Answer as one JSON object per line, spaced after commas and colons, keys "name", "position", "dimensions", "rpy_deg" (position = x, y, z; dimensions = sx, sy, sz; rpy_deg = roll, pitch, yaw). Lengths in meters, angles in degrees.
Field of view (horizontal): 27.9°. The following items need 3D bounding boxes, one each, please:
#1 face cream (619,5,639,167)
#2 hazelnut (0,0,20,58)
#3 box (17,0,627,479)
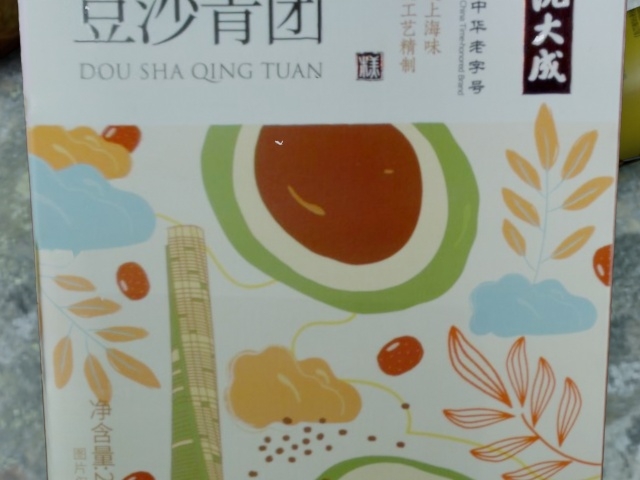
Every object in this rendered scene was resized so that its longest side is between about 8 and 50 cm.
{"name": "face cream", "position": [0.297, -0.136, 0.878], "dimensions": [0.349, 0.105, 0.105], "rpy_deg": [-20, 73, 20]}
{"name": "hazelnut", "position": [-0.282, -0.226, 0.944], "dimensions": [0.178, 0.178, 0.204], "rpy_deg": [-18, 105, -6]}
{"name": "box", "position": [0.000, 0.000, 0.809], "dimensions": [0.345, 0.122, 0.385], "rpy_deg": [0, 104, -1]}
